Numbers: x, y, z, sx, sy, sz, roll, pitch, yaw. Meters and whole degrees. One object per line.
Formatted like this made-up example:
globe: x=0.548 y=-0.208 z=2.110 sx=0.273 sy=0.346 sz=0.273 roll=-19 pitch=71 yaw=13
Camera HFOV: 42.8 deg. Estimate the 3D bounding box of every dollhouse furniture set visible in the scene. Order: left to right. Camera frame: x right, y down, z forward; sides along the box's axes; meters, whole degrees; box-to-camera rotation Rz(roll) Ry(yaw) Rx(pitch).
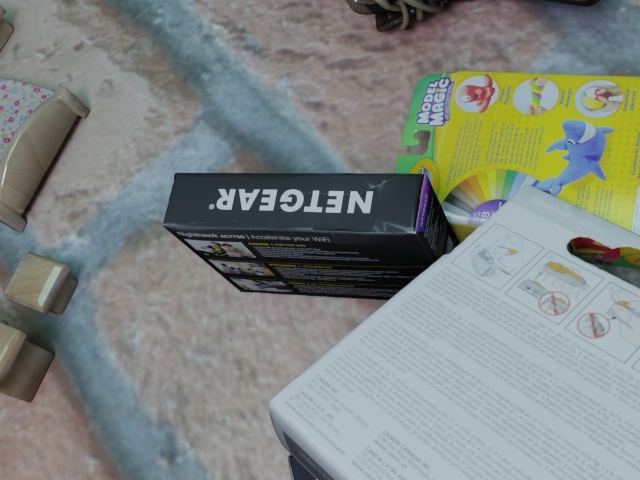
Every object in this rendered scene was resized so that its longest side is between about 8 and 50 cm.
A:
dollhouse furniture set: x=-0.327 y=-0.084 z=0.715 sx=0.303 sy=0.174 sz=0.355 roll=16 pitch=74 yaw=25

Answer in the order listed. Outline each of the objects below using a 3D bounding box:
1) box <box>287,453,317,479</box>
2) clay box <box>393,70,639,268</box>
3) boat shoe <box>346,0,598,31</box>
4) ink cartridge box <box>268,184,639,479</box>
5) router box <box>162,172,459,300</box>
box: x=0.149 y=0.200 z=0.438 sx=0.294 sy=0.073 sz=0.295 roll=-25 pitch=52 yaw=12
clay box: x=0.167 y=-0.053 z=0.584 sx=0.222 sy=0.053 sz=0.127 roll=7 pitch=70 yaw=25
boat shoe: x=0.071 y=-0.234 z=0.674 sx=0.355 sy=0.132 sz=0.130 roll=27 pitch=88 yaw=37
ink cartridge box: x=0.117 y=0.084 z=0.464 sx=0.232 sy=0.066 sz=0.189 roll=-35 pitch=46 yaw=-24
router box: x=0.000 y=0.000 z=0.576 sx=0.179 sy=0.133 sz=0.046 roll=2 pitch=68 yaw=21
